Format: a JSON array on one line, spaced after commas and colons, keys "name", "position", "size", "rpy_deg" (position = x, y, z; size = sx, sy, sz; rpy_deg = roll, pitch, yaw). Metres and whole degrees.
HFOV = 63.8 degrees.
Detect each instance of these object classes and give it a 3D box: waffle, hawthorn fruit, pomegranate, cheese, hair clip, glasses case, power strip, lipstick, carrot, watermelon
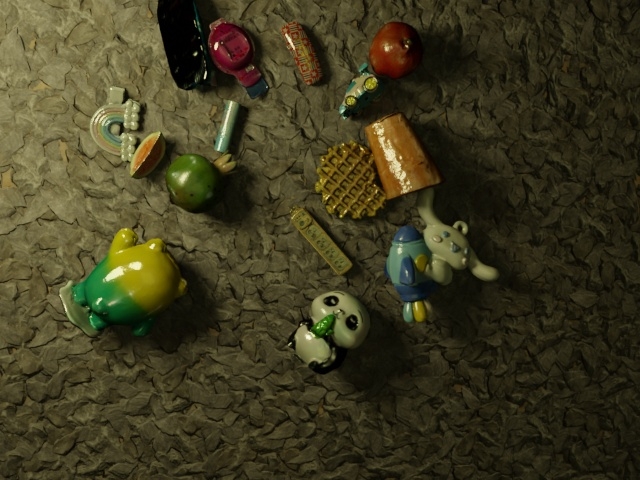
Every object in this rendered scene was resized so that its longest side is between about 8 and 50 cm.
[{"name": "waffle", "position": [0.109, -0.195, 1.665], "size": [0.249, 0.056, 0.253], "rpy_deg": [5, 99, -7]}, {"name": "hawthorn fruit", "position": [0.227, -0.573, 1.541], "size": [0.169, 0.188, 0.169], "rpy_deg": [0, 93, -4]}, {"name": "pomegranate", "position": [-0.355, -0.189, 1.563], "size": [0.225, 0.187, 0.187], "rpy_deg": [-36, 102, -11]}, {"name": "cheese", "position": [-0.247, -0.548, 1.553], "size": [0.155, 0.062, 0.244], "rpy_deg": [-43, 116, -21]}, {"name": "hair clip", "position": [-0.624, -0.357, 1.567], "size": [0.140, 0.054, 0.220], "rpy_deg": [7, 103, -20]}, {"name": "glasses case", "position": [-0.052, -0.577, 1.581], "size": [0.073, 0.049, 0.194], "rpy_deg": [-27, 102, -1]}, {"name": "power strip", "position": [0.000, 0.000, 1.695], "size": [0.064, 0.044, 0.305], "rpy_deg": [-41, 101, 3]}, {"name": "lipstick", "position": [-0.288, -0.352, 1.599], "size": [0.048, 0.048, 0.157], "rpy_deg": [16, 98, -8]}, {"name": "carrot", "position": [0.255, -0.265, 1.581], "size": [0.196, 0.196, 0.254], "rpy_deg": [-20, 90, -2]}, {"name": "watermelon", "position": [-0.538, -0.265, 1.578], "size": [0.069, 0.087, 0.163], "rpy_deg": [33, 87, 9]}]

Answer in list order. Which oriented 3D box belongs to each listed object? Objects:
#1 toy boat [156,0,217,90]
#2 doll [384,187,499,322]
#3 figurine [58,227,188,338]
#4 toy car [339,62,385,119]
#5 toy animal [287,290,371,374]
[{"name": "toy boat", "position": [-0.388, -0.601, 1.528], "size": [0.134, 0.092, 0.298], "rpy_deg": [-8, 96, 29]}, {"name": "doll", "position": [0.349, 0.067, 1.669], "size": [0.366, 0.187, 0.376], "rpy_deg": [-41, 73, -7]}, {"name": "figurine", "position": [-0.586, 0.141, 1.569], "size": [0.340, 0.231, 0.323], "rpy_deg": [-28, 103, 5]}, {"name": "toy car", "position": [0.115, -0.459, 1.597], "size": [0.161, 0.126, 0.098], "rpy_deg": [-34, 80, 11]}, {"name": "toy animal", "position": [0.032, 0.291, 1.668], "size": [0.212, 0.212, 0.266], "rpy_deg": [36, 98, -11]}]
